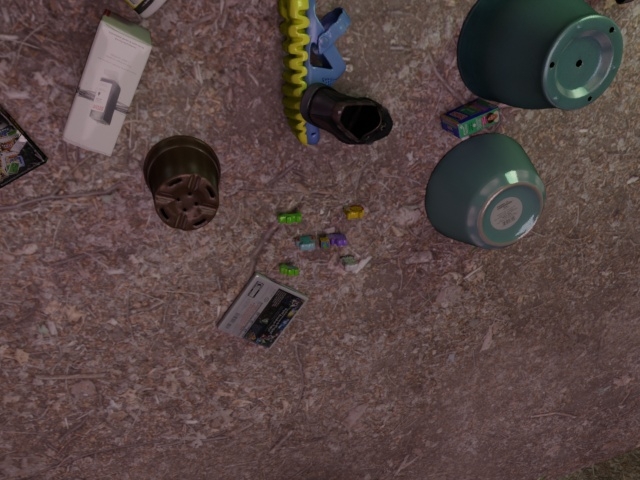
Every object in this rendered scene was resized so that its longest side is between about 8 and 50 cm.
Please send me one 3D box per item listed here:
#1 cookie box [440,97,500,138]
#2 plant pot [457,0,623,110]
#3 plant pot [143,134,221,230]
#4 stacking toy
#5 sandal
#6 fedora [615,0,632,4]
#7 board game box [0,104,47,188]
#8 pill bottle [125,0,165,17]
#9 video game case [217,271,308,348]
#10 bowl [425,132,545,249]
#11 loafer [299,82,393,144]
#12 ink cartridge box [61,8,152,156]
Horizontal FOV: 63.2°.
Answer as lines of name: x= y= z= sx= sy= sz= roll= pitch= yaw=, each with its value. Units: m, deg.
cookie box: x=0.353 y=-0.289 z=1.231 sx=0.107 sy=0.092 sz=0.040 roll=-25 pitch=121 yaw=-3
plant pot: x=0.474 y=-0.399 z=1.108 sx=0.271 sy=0.255 sz=0.272 roll=-8 pitch=122 yaw=-13
plant pot: x=-0.281 y=-0.111 z=1.080 sx=0.166 sy=0.165 sz=0.167 roll=-8 pitch=123 yaw=-14
stacking toy: x=0.000 y=0.000 z=1.312 sx=0.221 sy=0.052 sz=0.167 roll=-5 pitch=119 yaw=-14
sandal: x=-0.007 y=-0.348 z=1.062 sx=0.138 sy=0.126 sz=0.318 roll=-9 pitch=123 yaw=-18
fedora: x=0.649 y=-0.645 z=1.072 sx=0.124 sy=0.244 sz=0.276 roll=19 pitch=125 yaw=4
board game box: x=-0.687 y=-0.144 z=1.007 sx=0.259 sy=0.030 sz=0.136 roll=-29 pitch=126 yaw=0
pill bottle: x=-0.337 y=-0.491 z=0.865 sx=0.119 sy=0.119 sz=0.208 roll=-43 pitch=123 yaw=9
video game case: x=-0.153 y=0.191 z=1.388 sx=0.173 sy=0.022 sz=0.190 roll=28 pitch=106 yaw=-29
bowl: x=0.445 y=-0.100 z=1.332 sx=0.311 sy=0.163 sz=0.312 roll=-9 pitch=122 yaw=-15
loafer: x=0.079 y=-0.247 z=1.084 sx=0.302 sy=0.095 sz=0.109 roll=0 pitch=115 yaw=-54
ink cartridge box: x=-0.387 y=-0.286 z=0.945 sx=0.092 sy=0.159 sz=0.218 roll=21 pitch=112 yaw=-28
